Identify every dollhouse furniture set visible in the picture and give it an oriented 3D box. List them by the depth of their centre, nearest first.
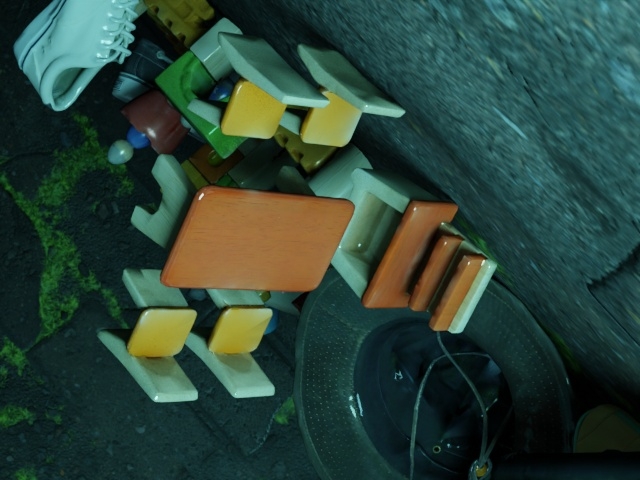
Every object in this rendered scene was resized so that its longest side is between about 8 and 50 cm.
[{"bbox_3d":[-0.005,0.003,1.043,0.259,0.262,0.135,3,-149,-43],"label":"dollhouse furniture set"}]

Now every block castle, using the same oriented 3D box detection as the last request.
[{"bbox_3d":[-0.110,-0.086,1.572,0.453,0.213,0.303,47,177,28],"label":"block castle"}]

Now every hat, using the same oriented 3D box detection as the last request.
[{"bbox_3d":[0.132,0.143,1.344,0.331,0.331,0.134,48,-141,17],"label":"hat"}]

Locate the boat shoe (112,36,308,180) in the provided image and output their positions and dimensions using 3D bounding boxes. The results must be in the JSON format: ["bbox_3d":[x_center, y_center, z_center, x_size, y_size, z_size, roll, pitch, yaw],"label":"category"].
[{"bbox_3d":[-0.127,-0.175,1.862,0.301,0.102,0.108,26,177,-20],"label":"boat shoe"}]

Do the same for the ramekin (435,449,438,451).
[{"bbox_3d":[0.195,0.264,1.484,0.207,0.109,0.207,42,-140,-47],"label":"ramekin"}]

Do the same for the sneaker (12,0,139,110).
[{"bbox_3d":[-0.220,-0.225,1.412,0.258,0.094,0.091,-40,77,44],"label":"sneaker"}]

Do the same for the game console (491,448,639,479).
[{"bbox_3d":[0.297,0.290,0.995,0.342,0.060,0.386,57,161,-1],"label":"game console"}]

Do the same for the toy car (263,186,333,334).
[{"bbox_3d":[0.000,0.000,1.876,0.210,0.238,0.219,15,117,25],"label":"toy car"}]

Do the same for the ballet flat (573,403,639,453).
[{"bbox_3d":[0.249,0.252,1.195,0.073,0.080,0.232,27,130,45],"label":"ballet flat"}]
